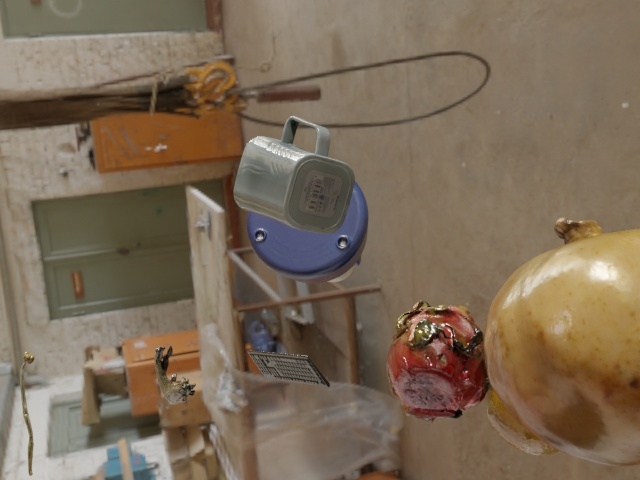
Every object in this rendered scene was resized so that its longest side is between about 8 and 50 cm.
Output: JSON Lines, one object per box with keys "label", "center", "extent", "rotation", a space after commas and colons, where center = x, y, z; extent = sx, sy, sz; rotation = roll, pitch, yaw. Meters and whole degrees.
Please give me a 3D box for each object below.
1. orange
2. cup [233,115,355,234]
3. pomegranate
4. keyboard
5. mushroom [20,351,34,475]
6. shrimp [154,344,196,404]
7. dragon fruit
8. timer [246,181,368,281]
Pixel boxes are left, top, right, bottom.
{"label": "orange", "center": [0.509, 0.395, 1.777], "extent": [0.236, 0.236, 0.236], "rotation": [172, 90, -73]}
{"label": "cup", "center": [-0.028, -0.081, 0.885], "extent": [0.129, 0.095, 0.128], "rotation": [25, 100, 55]}
{"label": "pomegranate", "center": [0.456, 0.145, 1.167], "extent": [0.411, 0.411, 0.411], "rotation": [172, 90, -73]}
{"label": "keyboard", "center": [-0.055, 0.208, 1.211], "extent": [0.067, 0.011, 0.202], "rotation": [55, 151, -15]}
{"label": "mushroom", "center": [-0.680, 0.401, 1.724], "extent": [0.028, 0.026, 0.286], "rotation": [-2, 87, 35]}
{"label": "shrimp", "center": [-0.363, 0.333, 1.842], "extent": [0.219, 0.046, 0.152], "rotation": [-21, 85, 60]}
{"label": "dragon fruit", "center": [0.281, 0.263, 1.766], "extent": [0.291, 0.250, 0.269], "rotation": [-58, -37, -51]}
{"label": "timer", "center": [0.000, 0.000, 1.768], "extent": [0.383, 0.270, 0.270], "rotation": [57, -162, -70]}
